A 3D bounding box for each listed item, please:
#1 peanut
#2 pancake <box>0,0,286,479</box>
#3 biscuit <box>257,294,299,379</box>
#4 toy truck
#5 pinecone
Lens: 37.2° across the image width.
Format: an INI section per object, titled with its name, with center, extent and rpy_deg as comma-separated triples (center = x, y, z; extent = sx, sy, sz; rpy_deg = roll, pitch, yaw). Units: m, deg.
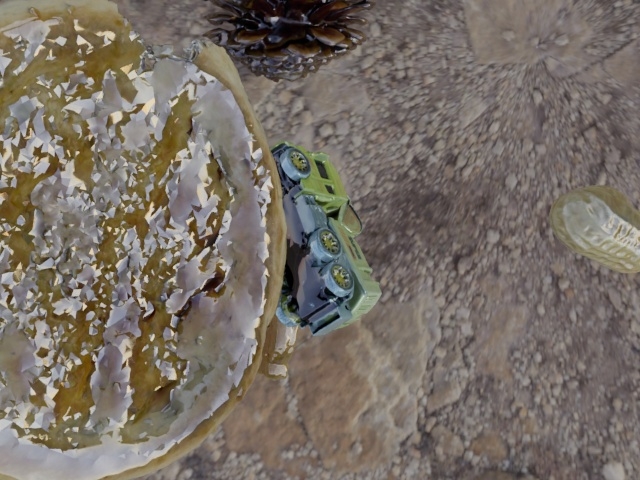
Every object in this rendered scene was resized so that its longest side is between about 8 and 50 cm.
[peanut]
center = 0.354, -0.012, 1.144
extent = 0.194, 0.093, 0.083
rpy_deg = 18, 130, -29
[pancake]
center = -0.174, -0.002, 0.717
extent = 0.071, 0.382, 0.382
rpy_deg = 11, 107, 51
[biscuit]
center = -0.060, 0.033, 1.084
extent = 0.035, 0.184, 0.249
rpy_deg = -2, 67, -19
[toy truck]
center = 0.000, 0.000, 0.955
extent = 0.085, 0.116, 0.191
rpy_deg = -36, 64, 33
[pinecone]
center = -0.044, -0.357, 1.259
extent = 0.246, 0.246, 0.292
rpy_deg = 4, 108, 12
